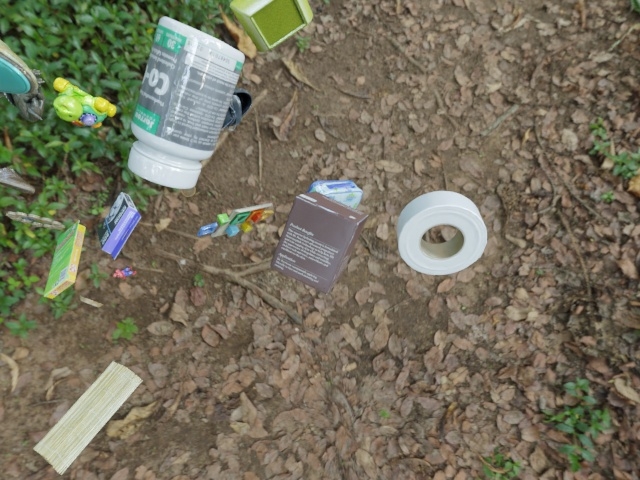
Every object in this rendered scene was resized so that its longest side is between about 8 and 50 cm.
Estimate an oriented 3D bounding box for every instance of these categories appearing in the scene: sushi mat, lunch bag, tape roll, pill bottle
[{"bbox_3d":[-0.711,0.533,1.235,0.152,0.019,0.316,16,54,31],"label":"sushi mat"},{"bbox_3d":[0.038,-0.134,1.431,0.219,0.176,0.090,-11,50,-39],"label":"lunch bag"},{"bbox_3d":[0.401,-0.020,1.340,0.287,0.285,0.100,2,35,5],"label":"tape roll"},{"bbox_3d":[-0.340,-0.325,0.988,0.204,0.204,0.360,29,108,16],"label":"pill bottle"}]

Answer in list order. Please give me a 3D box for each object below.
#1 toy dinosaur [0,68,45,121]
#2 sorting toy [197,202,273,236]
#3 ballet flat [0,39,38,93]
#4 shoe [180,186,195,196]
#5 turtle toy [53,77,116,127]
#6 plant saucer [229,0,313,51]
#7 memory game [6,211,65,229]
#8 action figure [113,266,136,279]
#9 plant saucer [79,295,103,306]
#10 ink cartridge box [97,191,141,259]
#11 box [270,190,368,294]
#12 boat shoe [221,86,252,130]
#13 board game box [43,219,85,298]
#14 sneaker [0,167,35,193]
[{"bbox_3d":[-0.996,-0.482,1.366,0.314,0.160,0.121,41,37,13],"label":"toy dinosaur"},{"bbox_3d":[-0.286,-0.066,1.487,0.348,0.196,0.047,-20,77,-51],"label":"sorting toy"},{"bbox_3d":[-0.752,-0.401,0.822,0.349,0.123,0.123,12,66,-7],"label":"ballet flat"},{"bbox_3d":[-0.510,-0.262,1.460,0.077,0.218,0.058,-19,43,-23],"label":"shoe"},{"bbox_3d":[-0.446,-0.247,0.738,0.095,0.130,0.066,25,92,-15],"label":"turtle toy"},{"bbox_3d":[-0.118,-0.606,1.077,0.188,0.188,0.045,-30,70,9],"label":"plant saucer"},{"bbox_3d":[-1.052,-0.071,1.480,0.187,0.186,0.012,6,75,7],"label":"memory game"},{"bbox_3d":[-0.701,0.117,1.422,0.030,0.115,0.038,-41,89,2],"label":"action figure"},{"bbox_3d":[-0.806,0.217,1.400,0.084,0.083,0.015,16,70,11],"label":"plant saucer"},{"bbox_3d":[-0.797,-0.061,1.573,0.206,0.045,0.208,-56,46,6],"label":"ink cartridge box"},{"bbox_3d":[0.000,0.000,1.042,0.169,0.167,0.203,26,106,10],"label":"box"},{"bbox_3d":[-0.450,-0.610,1.856,0.156,0.186,0.500,13,33,5],"label":"boat shoe"},{"bbox_3d":[-0.860,0.058,1.350,0.124,0.039,0.259,-31,52,19],"label":"board game box"},{"bbox_3d":[-1.123,-0.230,1.446,0.189,0.066,0.071,19,71,-4],"label":"sneaker"}]
